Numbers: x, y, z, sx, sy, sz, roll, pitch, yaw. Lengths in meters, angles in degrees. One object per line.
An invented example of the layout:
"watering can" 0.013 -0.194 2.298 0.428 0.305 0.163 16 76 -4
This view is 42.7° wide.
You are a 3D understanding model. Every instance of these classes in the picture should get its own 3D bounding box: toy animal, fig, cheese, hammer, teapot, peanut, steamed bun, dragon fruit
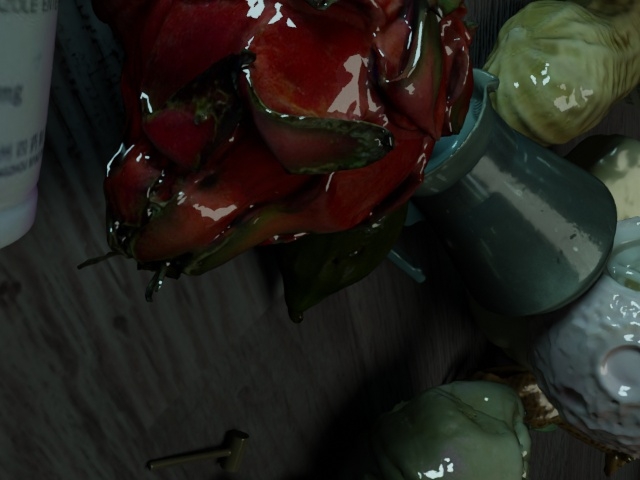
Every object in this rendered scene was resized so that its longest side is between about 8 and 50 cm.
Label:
"toy animal" 0.298 0.242 1.115 0.054 0.276 0.149 -85 -179 -77
"fig" 0.000 0.000 0.689 0.117 0.117 0.177 -1 125 -53
"cheese" 0.343 0.027 1.040 0.318 0.115 0.326 0 101 -14
"hammer" -0.109 0.195 0.731 0.110 0.019 0.035 5 105 -52
"teapot" 0.151 -0.035 0.791 0.203 0.171 0.225 -37 123 22
"peanut" 0.279 -0.206 0.909 0.153 0.140 0.325 51 51 -8
"steamed bun" 0.113 0.299 0.924 0.280 0.207 0.267 111 -12 -50
"dragon fruit" -0.040 -0.093 0.486 0.293 0.234 0.233 -41 140 -12

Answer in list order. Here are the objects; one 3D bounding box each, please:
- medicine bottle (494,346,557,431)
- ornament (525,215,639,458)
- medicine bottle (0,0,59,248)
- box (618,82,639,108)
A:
"medicine bottle" 0.337 0.134 1.187 0.133 0.133 0.274 12 99 -55
"ornament" 0.350 0.106 0.870 0.259 0.260 0.225 -36 132 -36
"medicine bottle" -0.179 -0.132 0.322 0.152 0.152 0.253 -10 119 -50
"box" 0.502 -0.221 1.085 0.164 0.257 0.069 35 80 -55
